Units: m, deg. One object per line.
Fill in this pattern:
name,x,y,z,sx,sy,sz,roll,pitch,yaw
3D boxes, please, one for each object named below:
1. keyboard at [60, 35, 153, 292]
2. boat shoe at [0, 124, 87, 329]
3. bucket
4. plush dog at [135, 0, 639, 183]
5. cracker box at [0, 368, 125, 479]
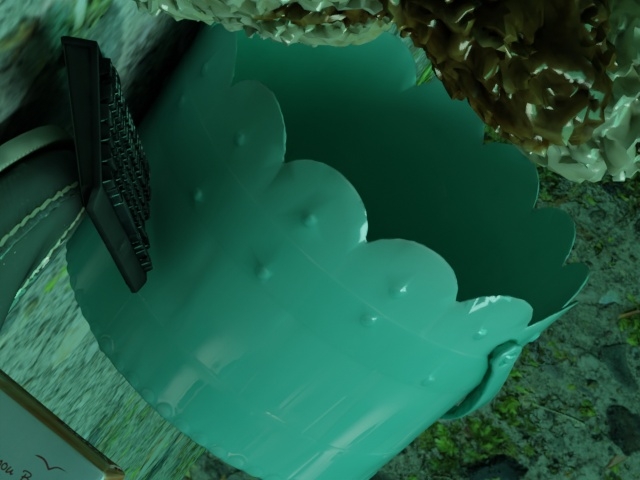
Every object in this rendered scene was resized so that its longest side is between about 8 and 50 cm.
keyboard,-0.100,-0.045,0.793,0.023,0.108,0.180,-9,166,-3
boat shoe,-0.196,0.090,0.771,0.319,0.099,0.116,-52,170,-11
bucket,0.000,0.000,0.963,0.183,0.281,0.281,-48,175,23
plush dog,0.015,-0.131,0.525,0.225,0.262,0.210,-42,152,-60
cracker box,-0.213,0.138,0.671,0.232,0.156,0.067,-51,173,-5
